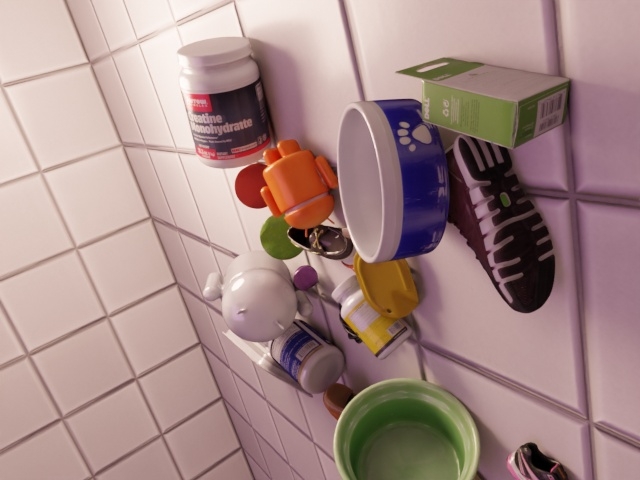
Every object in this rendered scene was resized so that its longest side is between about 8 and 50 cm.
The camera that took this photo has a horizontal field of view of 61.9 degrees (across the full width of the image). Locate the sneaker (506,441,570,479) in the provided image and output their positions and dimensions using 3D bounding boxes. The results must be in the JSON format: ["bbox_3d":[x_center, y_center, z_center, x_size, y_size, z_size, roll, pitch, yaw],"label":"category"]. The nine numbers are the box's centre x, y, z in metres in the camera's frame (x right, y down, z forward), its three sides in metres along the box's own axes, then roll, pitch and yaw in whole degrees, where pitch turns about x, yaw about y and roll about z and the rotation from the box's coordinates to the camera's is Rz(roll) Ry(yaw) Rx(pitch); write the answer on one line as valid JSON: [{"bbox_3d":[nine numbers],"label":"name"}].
[{"bbox_3d":[0.423,0.443,0.963,0.178,0.072,0.077,38,134,30],"label":"sneaker"}]

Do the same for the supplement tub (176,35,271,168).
[{"bbox_3d":[-0.229,-0.328,1.280,0.191,0.191,0.272,33,140,45],"label":"supplement tub"}]

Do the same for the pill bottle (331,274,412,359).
[{"bbox_3d":[0.112,0.169,1.202,0.184,0.103,0.103,48,150,16],"label":"pill bottle"}]

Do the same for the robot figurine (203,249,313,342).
[{"bbox_3d":[-0.169,0.150,1.468,0.353,0.299,0.200,-116,36,-73],"label":"robot figurine"}]

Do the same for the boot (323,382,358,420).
[{"bbox_3d":[0.126,0.516,1.505,0.283,0.109,0.220,27,156,15],"label":"boot"}]

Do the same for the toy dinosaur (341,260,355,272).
[{"bbox_3d":[0.087,0.073,1.214,0.082,0.090,0.047,-48,-50,-72],"label":"toy dinosaur"}]

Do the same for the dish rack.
[{"bbox_3d":[-0.172,0.403,1.852,0.285,0.072,0.333,40,168,-36],"label":"dish rack"}]

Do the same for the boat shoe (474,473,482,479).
[{"bbox_3d":[0.285,0.554,1.272,0.285,0.089,0.105,32,139,45],"label":"boat shoe"}]

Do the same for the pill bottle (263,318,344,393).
[{"bbox_3d":[-0.062,0.329,1.609,0.264,0.153,0.153,32,139,47],"label":"pill bottle"}]

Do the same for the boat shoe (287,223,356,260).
[{"bbox_3d":[0.000,0.000,1.278,0.227,0.068,0.081,11,92,57],"label":"boat shoe"}]

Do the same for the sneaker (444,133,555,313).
[{"bbox_3d":[0.251,-0.024,0.835,0.162,0.106,0.281,-22,85,70],"label":"sneaker"}]

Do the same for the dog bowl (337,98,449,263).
[{"bbox_3d":[0.110,-0.098,0.885,0.265,0.104,0.265,172,90,-79],"label":"dog bowl"}]

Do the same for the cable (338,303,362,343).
[{"bbox_3d":[0.091,0.187,1.333,0.184,0.047,0.151,3,116,60],"label":"cable"}]

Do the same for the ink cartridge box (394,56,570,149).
[{"bbox_3d":[0.210,-0.194,0.724,0.209,0.109,0.062,33,139,45],"label":"ink cartridge box"}]

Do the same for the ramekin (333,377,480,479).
[{"bbox_3d":[0.187,0.468,1.155,0.303,0.303,0.148,37,150,41],"label":"ramekin"}]

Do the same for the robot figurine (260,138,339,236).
[{"bbox_3d":[-0.050,-0.120,1.221,0.219,0.158,0.128,64,169,-1],"label":"robot figurine"}]

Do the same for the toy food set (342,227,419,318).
[{"bbox_3d":[0.142,0.054,1.120,0.128,0.071,0.218,-6,112,36],"label":"toy food set"}]

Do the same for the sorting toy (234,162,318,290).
[{"bbox_3d":[-0.108,-0.037,1.460,0.366,0.127,0.126,62,-178,-4],"label":"sorting toy"}]
